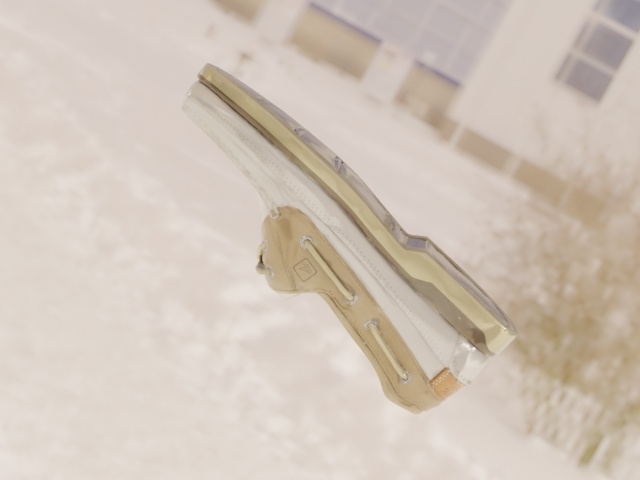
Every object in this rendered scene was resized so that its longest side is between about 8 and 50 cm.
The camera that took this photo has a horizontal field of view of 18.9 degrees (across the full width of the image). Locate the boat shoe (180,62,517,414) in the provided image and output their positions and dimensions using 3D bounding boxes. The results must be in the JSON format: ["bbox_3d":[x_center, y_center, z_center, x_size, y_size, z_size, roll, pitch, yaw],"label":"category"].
[{"bbox_3d":[0.000,0.000,1.402,0.302,0.103,0.113,44,9,6],"label":"boat shoe"}]
